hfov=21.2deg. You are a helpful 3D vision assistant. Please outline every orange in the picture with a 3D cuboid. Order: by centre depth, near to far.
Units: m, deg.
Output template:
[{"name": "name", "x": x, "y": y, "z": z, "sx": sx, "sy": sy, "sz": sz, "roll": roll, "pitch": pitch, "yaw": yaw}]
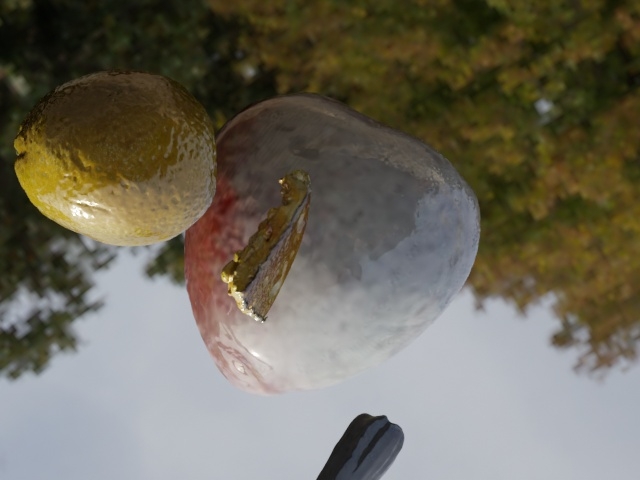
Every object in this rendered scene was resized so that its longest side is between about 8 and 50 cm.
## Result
[{"name": "orange", "x": -0.095, "y": -0.039, "z": 0.797, "sx": 0.095, "sy": 0.085, "sz": 0.085, "roll": 8, "pitch": -148, "yaw": 1}]

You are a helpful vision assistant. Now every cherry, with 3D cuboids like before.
[{"name": "cherry", "x": 0.013, "y": 0.004, "z": 1.894, "sx": 0.326, "sy": 0.335, "sz": 0.291, "roll": 2, "pitch": 167, "yaw": 4}]

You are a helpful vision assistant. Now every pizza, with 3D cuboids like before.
[{"name": "pizza", "x": -0.058, "y": 0.020, "z": 1.640, "sx": 0.131, "sy": 0.041, "sz": 0.178, "roll": -49, "pitch": 163, "yaw": -43}]

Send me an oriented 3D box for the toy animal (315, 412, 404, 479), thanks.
[{"name": "toy animal", "x": -0.065, "y": 0.292, "z": 1.138, "sx": 0.205, "sy": 0.081, "sz": 0.367, "roll": -4, "pitch": -121, "yaw": 30}]
